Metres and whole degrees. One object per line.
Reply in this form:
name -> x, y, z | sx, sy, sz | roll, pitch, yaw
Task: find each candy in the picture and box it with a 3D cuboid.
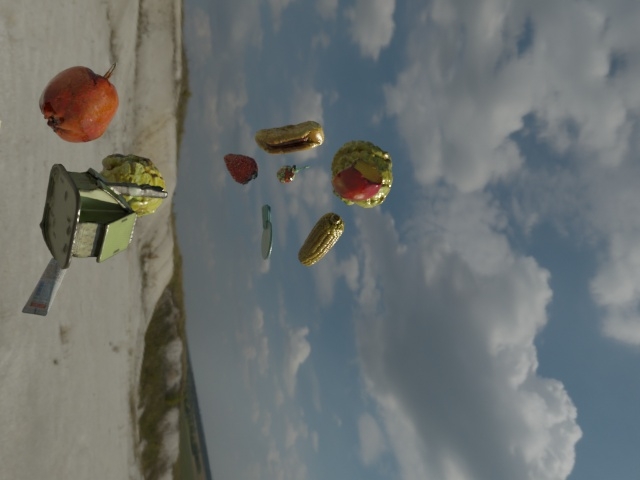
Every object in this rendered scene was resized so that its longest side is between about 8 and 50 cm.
candy -> -0.112, -0.326, 2.254 | 0.287, 0.084, 0.078 | -35, 116, -60

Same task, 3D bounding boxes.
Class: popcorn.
popcorn -> -0.784, -0.223, 2.014 | 0.282, 0.281, 0.247 | 140, -40, -70
popcorn -> 0.155, -0.255, 1.865 | 0.270, 0.223, 0.258 | 24, -73, 47

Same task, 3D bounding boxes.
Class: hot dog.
hot dog -> -0.106, -0.324, 1.556 | 0.084, 0.242, 0.073 | 66, 31, -41

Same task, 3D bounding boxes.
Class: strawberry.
strawberry -> -0.331, -0.313, 2.041 | 0.148, 0.131, 0.131 | 61, -16, -6

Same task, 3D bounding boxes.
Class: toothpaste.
toothpaste -> -0.885, 0.132, 1.580 | 0.057, 0.089, 0.234 | 82, 17, -58

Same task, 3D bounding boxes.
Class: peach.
peach -> 0.108, -0.172, 1.441 | 0.119, 0.151, 0.151 | 65, -18, 2

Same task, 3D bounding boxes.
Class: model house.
model house -> -0.538, -0.058, 1.250 | 0.205, 0.278, 0.219 | 43, -61, 36

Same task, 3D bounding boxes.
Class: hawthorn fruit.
hawthorn fruit -> -0.739, -0.452, 1.528 | 0.211, 0.299, 0.211 | 37, -11, 9

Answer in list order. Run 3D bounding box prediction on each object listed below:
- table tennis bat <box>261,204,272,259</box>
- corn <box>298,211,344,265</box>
table tennis bat -> -0.223, -0.037, 1.996 | 0.153, 0.040, 0.245 | 126, -36, -57
corn -> 0.000, 0.000, 2.085 | 0.363, 0.120, 0.121 | -53, -133, 53
